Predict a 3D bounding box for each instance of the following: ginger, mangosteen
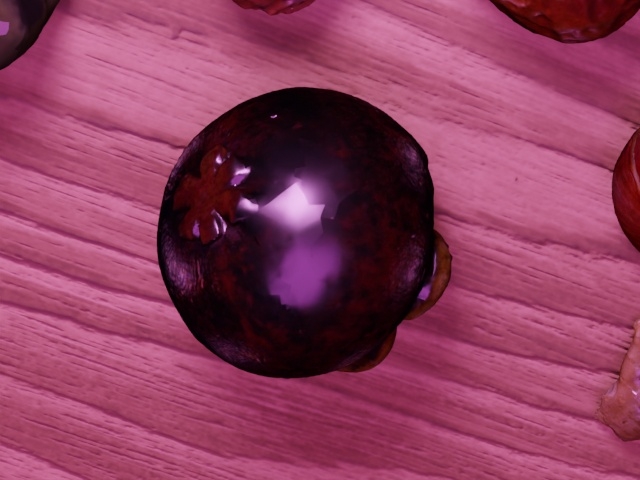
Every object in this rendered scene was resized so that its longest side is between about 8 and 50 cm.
[{"bbox_3d":[0.388,0.171,1.728,0.096,0.067,0.165,24,117,13],"label":"ginger"},{"bbox_3d":[0.000,0.000,1.542,0.347,0.307,0.307,20,121,-44],"label":"mangosteen"}]

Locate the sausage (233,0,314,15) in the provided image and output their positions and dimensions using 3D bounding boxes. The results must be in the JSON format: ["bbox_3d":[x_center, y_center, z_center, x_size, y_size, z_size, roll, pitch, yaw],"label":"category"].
[{"bbox_3d":[-0.032,-0.354,1.421,0.152,0.152,0.280,12,118,-5],"label":"sausage"}]

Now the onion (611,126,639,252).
[{"bbox_3d":[0.432,-0.050,1.561,0.248,0.161,0.248,-8,149,-5],"label":"onion"}]

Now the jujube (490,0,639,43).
[{"bbox_3d":[0.205,-0.321,1.413,0.197,0.197,0.290,-36,113,18],"label":"jujube"}]

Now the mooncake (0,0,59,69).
[{"bbox_3d":[-0.400,-0.325,1.426,0.351,0.187,0.351,-1,120,-1],"label":"mooncake"}]
